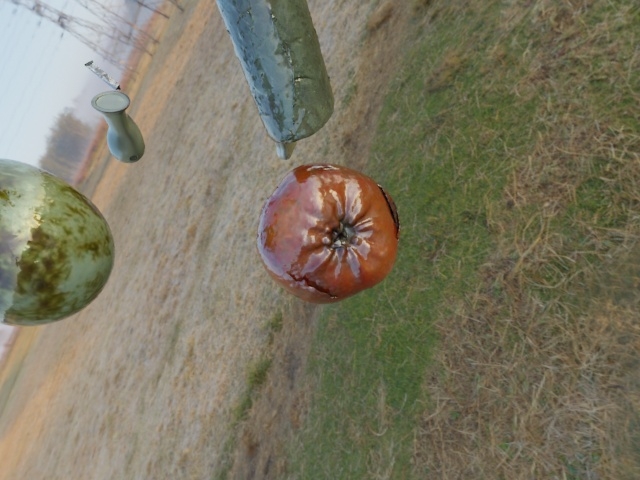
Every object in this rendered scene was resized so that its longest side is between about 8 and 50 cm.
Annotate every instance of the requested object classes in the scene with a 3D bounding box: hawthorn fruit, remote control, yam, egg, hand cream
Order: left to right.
[{"bbox_3d":[-0.485,0.001,0.661,0.238,0.289,0.238,-39,1,1],"label":"egg"},{"bbox_3d":[-0.563,-0.426,1.047,0.019,0.093,0.030,-29,30,42],"label":"hand cream"},{"bbox_3d":[-0.080,-0.354,0.757,0.168,0.304,0.168,-16,29,9],"label":"yam"},{"bbox_3d":[-0.088,-0.247,0.937,0.032,0.122,0.074,13,64,17],"label":"remote control"},{"bbox_3d":[0.000,0.000,0.812,0.307,0.276,0.276,142,142,-69],"label":"hawthorn fruit"}]

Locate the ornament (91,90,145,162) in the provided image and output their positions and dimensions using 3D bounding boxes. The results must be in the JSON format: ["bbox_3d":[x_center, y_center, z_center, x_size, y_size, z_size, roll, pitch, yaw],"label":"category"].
[{"bbox_3d":[-0.413,-0.230,0.840,0.156,0.075,0.081,102,170,-58],"label":"ornament"}]
